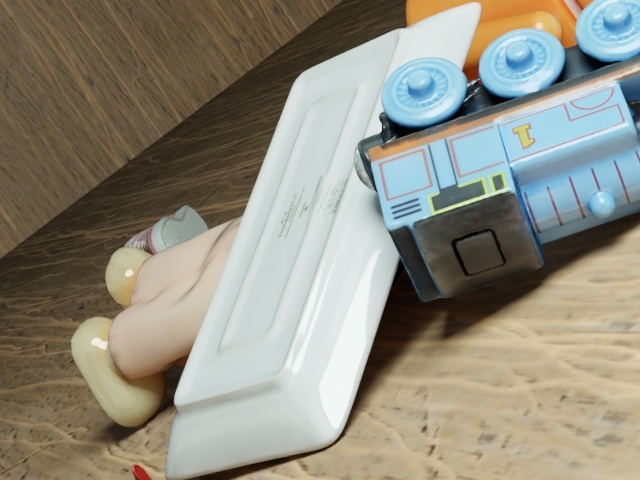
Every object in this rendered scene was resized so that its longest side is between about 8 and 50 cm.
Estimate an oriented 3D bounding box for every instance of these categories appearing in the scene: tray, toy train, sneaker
[{"bbox_3d":[-0.006,-0.007,1.028,0.145,0.030,0.270,-18,44,48],"label":"tray"},{"bbox_3d":[0.107,-0.045,0.933,0.184,0.080,0.105,-18,51,7],"label":"toy train"},{"bbox_3d":[-0.140,0.012,1.722,0.070,0.051,0.134,-36,6,12],"label":"sneaker"}]

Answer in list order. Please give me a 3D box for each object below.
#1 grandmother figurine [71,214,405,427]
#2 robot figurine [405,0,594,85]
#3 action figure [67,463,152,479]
[{"bbox_3d":[0.000,0.000,1.153,0.342,0.104,0.208,-23,43,43],"label":"grandmother figurine"},{"bbox_3d":[0.143,-0.147,1.251,0.219,0.128,0.158,-30,-29,33],"label":"robot figurine"},{"bbox_3d":[-0.140,0.154,1.075,0.115,0.030,0.038,-32,14,32],"label":"action figure"}]
